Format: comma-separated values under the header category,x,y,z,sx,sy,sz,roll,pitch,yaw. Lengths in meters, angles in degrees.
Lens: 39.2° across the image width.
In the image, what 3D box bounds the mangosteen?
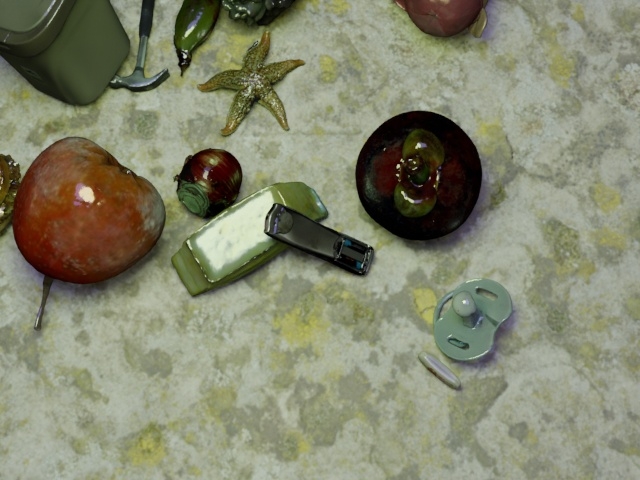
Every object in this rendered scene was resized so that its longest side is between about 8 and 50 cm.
category,x,y,z,sx,sy,sz,roll,pitch,yaw
mangosteen,0.161,-0.115,1.479,0.216,0.216,0.216,0,73,-1

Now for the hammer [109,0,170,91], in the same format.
category,x,y,z,sx,sy,sz,roll,pitch,yaw
hammer,-0.317,-0.387,1.652,0.103,0.029,0.246,5,71,1

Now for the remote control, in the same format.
category,x,y,z,sx,sy,sz,roll,pitch,yaw
remote control,0.000,0.000,1.477,0.212,0.028,0.059,24,81,-30

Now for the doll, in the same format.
category,x,y,z,sx,sy,sz,roll,pitch,yaw
doll,0.234,-0.478,1.619,0.196,0.152,0.256,18,65,21

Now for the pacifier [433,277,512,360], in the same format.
category,x,y,z,sx,sy,sz,roll,pitch,yaw
pacifier,0.237,0.115,1.460,0.126,0.116,0.150,30,77,35

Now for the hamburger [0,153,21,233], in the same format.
category,x,y,z,sx,sy,sz,roll,pitch,yaw
hamburger,-0.592,-0.085,1.507,0.191,0.118,0.182,-33,79,-7

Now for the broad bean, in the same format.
category,x,y,z,sx,sy,sz,roll,pitch,yaw
broad bean,-0.214,-0.460,1.655,0.077,0.061,0.339,4,71,22

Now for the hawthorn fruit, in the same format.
category,x,y,z,sx,sy,sz,roll,pitch,yaw
hawthorn fruit,-0.387,-0.046,1.438,0.263,0.231,0.235,-21,63,-12

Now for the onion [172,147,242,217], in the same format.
category,x,y,z,sx,sy,sz,roll,pitch,yaw
onion,-0.185,-0.104,1.521,0.118,0.117,0.119,9,69,-24

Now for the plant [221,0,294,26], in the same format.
category,x,y,z,sx,sy,sz,roll,pitch,yaw
plant,-0.103,-0.462,1.614,0.194,0.132,0.129,-43,101,-25

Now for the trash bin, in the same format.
category,x,y,z,sx,sy,sz,roll,pitch,yaw
trash bin,-0.456,-0.374,1.515,0.219,0.250,0.219,26,75,19

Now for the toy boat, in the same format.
category,x,y,z,sx,sy,sz,roll,pitch,yaw
toy boat,-0.118,-0.012,1.507,0.276,0.084,0.111,-30,79,-9

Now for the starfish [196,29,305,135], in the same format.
category,x,y,z,sx,sy,sz,roll,pitch,yaw
starfish,-0.110,-0.267,1.611,0.208,0.053,0.176,-43,88,-6

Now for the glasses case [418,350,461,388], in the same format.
category,x,y,z,sx,sy,sz,roll,pitch,yaw
glasses case,0.194,0.211,1.469,0.083,0.032,0.021,40,72,11
